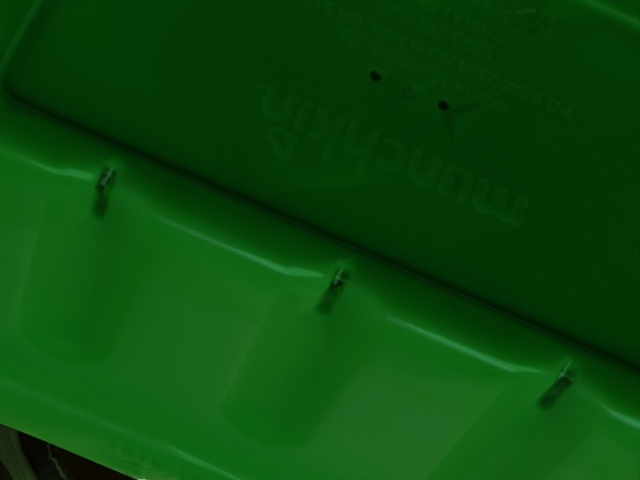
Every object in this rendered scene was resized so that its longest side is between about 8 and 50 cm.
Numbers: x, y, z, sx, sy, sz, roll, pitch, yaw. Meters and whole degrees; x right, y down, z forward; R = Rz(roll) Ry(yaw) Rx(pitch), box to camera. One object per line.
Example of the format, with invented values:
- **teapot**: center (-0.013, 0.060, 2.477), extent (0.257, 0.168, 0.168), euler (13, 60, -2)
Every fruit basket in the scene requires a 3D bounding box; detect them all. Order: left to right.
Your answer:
- **fruit basket**: center (0.000, 0.000, 0.638), extent (0.392, 0.283, 0.392), euler (18, 154, 9)

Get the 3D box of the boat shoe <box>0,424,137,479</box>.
- **boat shoe**: center (-0.118, 0.108, 0.813), extent (0.095, 0.257, 0.095), euler (-37, 94, 2)
